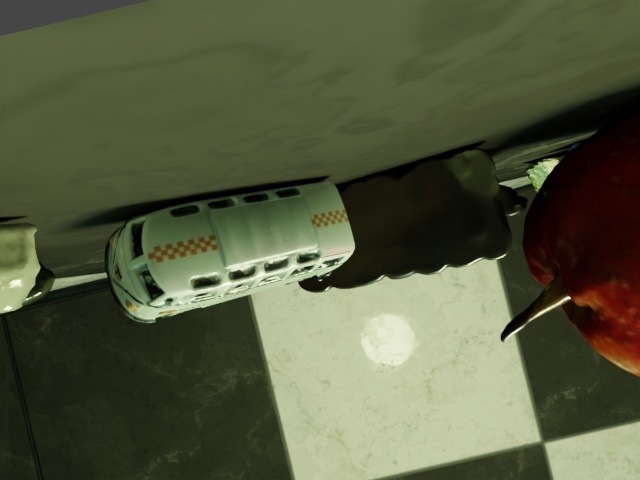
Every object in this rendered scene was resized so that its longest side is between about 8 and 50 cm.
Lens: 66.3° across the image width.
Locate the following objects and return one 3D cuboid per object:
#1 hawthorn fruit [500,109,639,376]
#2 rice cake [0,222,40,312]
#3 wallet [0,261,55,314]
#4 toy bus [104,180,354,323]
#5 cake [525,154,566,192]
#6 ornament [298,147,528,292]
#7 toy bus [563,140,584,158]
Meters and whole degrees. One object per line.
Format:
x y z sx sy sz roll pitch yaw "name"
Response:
0.294 0.018 0.436 0.301 0.254 0.254 -32 177 6 "hawthorn fruit"
-0.229 0.024 0.175 0.057 0.052 0.256 -45 167 20 "rice cake"
-0.331 0.049 0.431 0.169 0.051 0.245 -13 -176 -31 "wallet"
-0.065 0.004 0.394 0.194 0.087 0.089 -12 172 -31 "toy bus"
0.458 -0.130 0.858 0.158 0.172 0.284 -22 142 34 "cake"
0.108 -0.033 0.574 0.252 0.106 0.260 -11 -175 27 "ornament"
0.427 -0.095 0.661 0.185 0.106 0.090 -13 144 -10 "toy bus"
